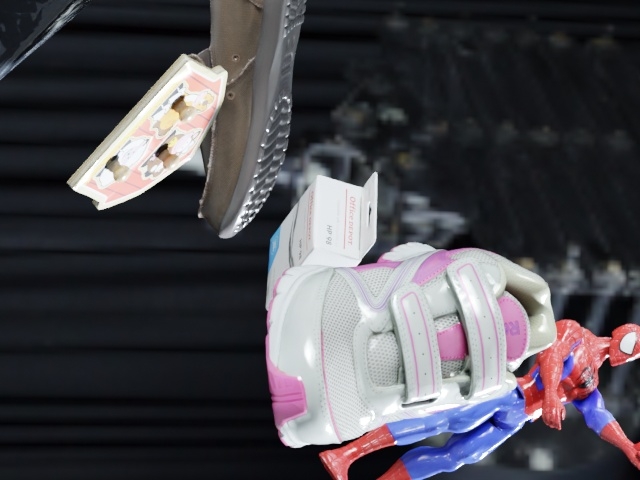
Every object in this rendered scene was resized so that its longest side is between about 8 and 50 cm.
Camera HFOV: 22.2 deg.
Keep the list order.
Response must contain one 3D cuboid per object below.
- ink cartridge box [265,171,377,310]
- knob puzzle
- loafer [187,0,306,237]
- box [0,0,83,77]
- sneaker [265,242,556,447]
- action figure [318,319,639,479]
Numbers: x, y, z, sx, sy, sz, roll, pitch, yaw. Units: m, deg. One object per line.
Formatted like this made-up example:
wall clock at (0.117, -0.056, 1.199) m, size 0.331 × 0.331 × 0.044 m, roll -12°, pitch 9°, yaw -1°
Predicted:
ink cartridge box at (0.000, 0.000, 1.852) m, size 0.180 × 0.060 × 0.104 m, roll 128°, pitch -28°, yaw -49°
knob puzzle at (-0.157, -0.098, 1.654) m, size 0.030 × 0.213 × 0.213 m, roll 44°, pitch -31°, yaw 14°
loafer at (-0.104, -0.186, 1.963) m, size 0.134 × 0.130 × 0.365 m, roll -33°, pitch 135°, yaw -74°
box at (-0.299, -0.372, 1.590) m, size 0.395 × 0.293 × 0.212 m, roll -31°, pitch -166°, yaw 49°
sneaker at (0.059, 0.052, 0.956) m, size 0.252 × 0.111 × 0.102 m, roll -25°, pitch 109°, yaw -55°
action figure at (0.155, 0.157, 1.286) m, size 0.139 × 0.280 × 0.091 m, roll 49°, pitch -14°, yaw 51°
